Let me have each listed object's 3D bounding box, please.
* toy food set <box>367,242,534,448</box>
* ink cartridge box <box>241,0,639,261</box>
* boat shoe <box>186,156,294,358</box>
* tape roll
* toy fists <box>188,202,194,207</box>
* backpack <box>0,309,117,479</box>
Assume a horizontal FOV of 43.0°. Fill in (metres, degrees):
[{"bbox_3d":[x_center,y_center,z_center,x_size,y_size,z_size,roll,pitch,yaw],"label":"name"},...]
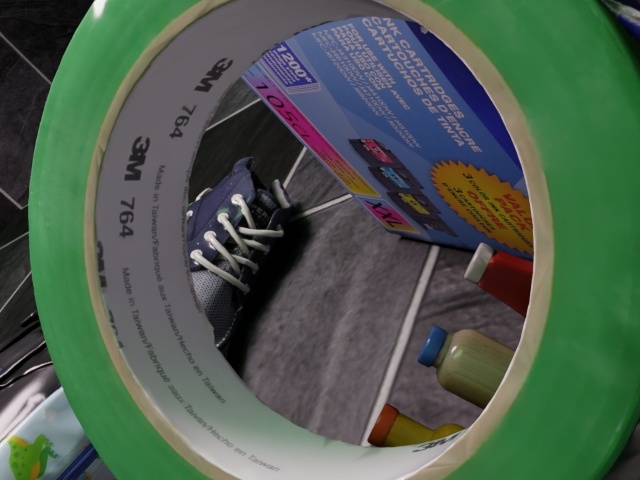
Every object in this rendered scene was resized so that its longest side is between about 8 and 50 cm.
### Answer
[{"bbox_3d":[0.120,0.034,0.430,0.232,0.105,0.111,-68,-9,27],"label":"toy food set"},{"bbox_3d":[0.118,-0.117,0.574,0.151,0.270,0.395,-52,25,-14],"label":"ink cartridge box"},{"bbox_3d":[-0.111,0.016,0.882,0.158,0.127,0.340,-44,22,16],"label":"boat shoe"},{"bbox_3d":[0.000,0.000,0.388,0.321,0.321,0.077,-29,-10,29],"label":"tape roll"},{"bbox_3d":[-0.241,0.058,1.061,0.142,0.096,0.279,-22,33,42],"label":"toy fists"},{"bbox_3d":[-0.270,0.240,0.655,0.290,0.273,0.356,-16,15,45],"label":"backpack"}]
